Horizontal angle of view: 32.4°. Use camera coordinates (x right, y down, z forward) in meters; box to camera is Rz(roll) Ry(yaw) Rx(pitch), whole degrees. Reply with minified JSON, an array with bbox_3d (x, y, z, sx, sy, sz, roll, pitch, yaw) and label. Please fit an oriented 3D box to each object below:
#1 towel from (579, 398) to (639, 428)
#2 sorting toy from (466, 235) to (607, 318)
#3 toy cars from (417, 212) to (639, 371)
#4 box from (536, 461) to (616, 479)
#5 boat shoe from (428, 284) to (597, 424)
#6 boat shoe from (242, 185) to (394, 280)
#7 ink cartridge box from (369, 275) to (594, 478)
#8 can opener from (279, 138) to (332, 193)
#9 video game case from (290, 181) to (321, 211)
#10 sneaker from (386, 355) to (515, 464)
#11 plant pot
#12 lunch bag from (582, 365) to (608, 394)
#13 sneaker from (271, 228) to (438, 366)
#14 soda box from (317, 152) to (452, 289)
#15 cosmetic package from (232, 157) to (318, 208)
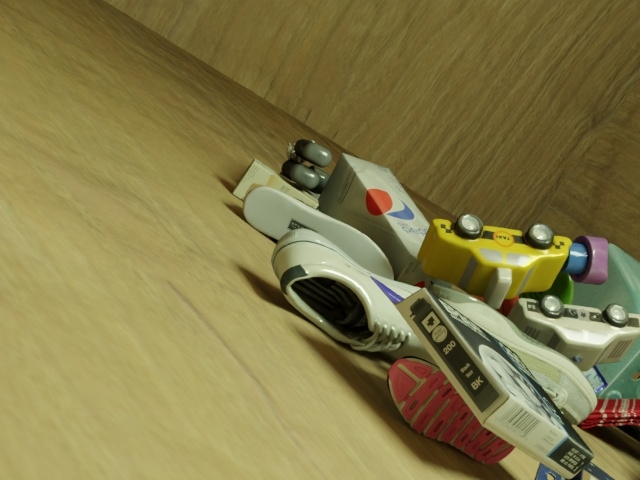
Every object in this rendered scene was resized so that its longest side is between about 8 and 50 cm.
[{"bbox_3d":[0.539,0.265,1.694,0.275,0.031,0.199,-2,-2,16],"label":"towel"},{"bbox_3d":[0.275,0.075,1.624,0.126,0.127,0.365,6,-22,-18],"label":"sorting toy"},{"bbox_3d":[0.286,0.089,1.461,0.394,0.176,0.087,39,39,-36],"label":"toy cars"},{"bbox_3d":[0.340,0.308,1.204,0.225,0.036,0.136,35,8,12],"label":"box"},{"bbox_3d":[0.236,0.168,1.423,0.320,0.103,0.118,36,-13,-35],"label":"boat shoe"},{"bbox_3d":[0.000,0.000,1.482,0.228,0.080,0.076,28,9,7],"label":"boat shoe"},{"bbox_3d":[0.161,0.124,1.088,0.206,0.045,0.208,36,13,-48],"label":"ink cartridge box"},{"bbox_3d":[-0.014,-0.117,1.715,0.093,0.074,0.280,28,2,-5],"label":"can opener"},{"bbox_3d":[0.059,0.005,1.783,0.329,0.036,0.300,38,9,20],"label":"video game case"},{"bbox_3d":[0.120,0.160,1.094,0.170,0.063,0.075,36,7,-30],"label":"sneaker"},{"bbox_3d":[0.556,0.205,1.952,0.247,0.248,0.252,33,17,-15],"label":"plant pot"},{"bbox_3d":[0.362,0.171,1.723,0.151,0.096,0.129,51,-2,-30],"label":"lunch bag"},{"bbox_3d":[0.053,0.087,1.208,0.258,0.094,0.091,29,31,-19],"label":"sneaker"},{"bbox_3d":[0.092,-0.010,1.588,0.091,0.098,0.286,16,26,-29],"label":"soda box"},{"bbox_3d":[-0.065,-0.064,1.610,0.115,0.060,0.041,32,10,-9],"label":"cosmetic package"}]
